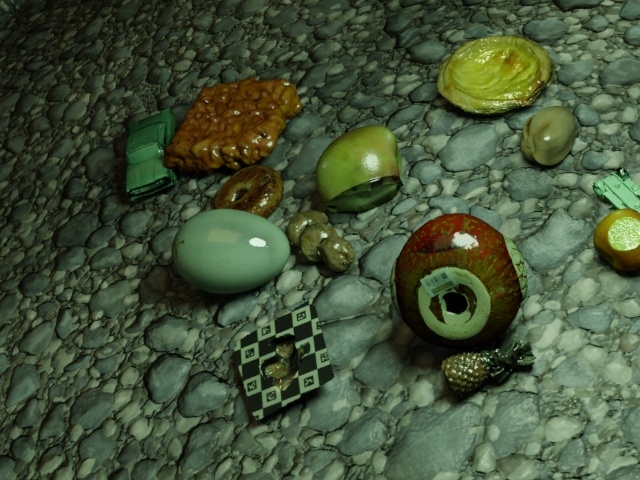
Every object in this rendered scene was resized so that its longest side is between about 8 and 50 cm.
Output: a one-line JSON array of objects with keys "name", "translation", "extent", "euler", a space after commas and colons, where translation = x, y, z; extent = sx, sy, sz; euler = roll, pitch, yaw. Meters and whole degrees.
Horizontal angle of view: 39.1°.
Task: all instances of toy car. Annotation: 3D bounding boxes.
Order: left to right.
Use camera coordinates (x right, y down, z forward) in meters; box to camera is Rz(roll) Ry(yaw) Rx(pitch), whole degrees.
[{"name": "toy car", "translation": [-0.457, -0.236, 2.404], "extent": [0.141, 0.097, 0.321], "euler": [-19, 42, 8]}, {"name": "toy car", "translation": [0.583, -0.078, 1.715], "extent": [0.073, 0.054, 0.143], "euler": [-31, 45, -2]}]

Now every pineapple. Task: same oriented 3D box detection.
[{"name": "pineapple", "translation": [0.291, 0.214, 1.560], "extent": [0.159, 0.074, 0.074], "euler": [-18, 41, 6]}]

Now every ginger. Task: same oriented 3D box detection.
[{"name": "ginger", "translation": [0.000, 0.000, 1.928], "extent": [0.104, 0.080, 0.204], "euler": [-30, 38, -12]}]

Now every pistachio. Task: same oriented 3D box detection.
[{"name": "pistachio", "translation": [0.479, -0.222, 1.887], "extent": [0.113, 0.113, 0.149], "euler": [22, 54, 42]}]

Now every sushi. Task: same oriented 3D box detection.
[{"name": "sushi", "translation": [-0.064, 0.239, 1.748], "extent": [0.192, 0.040, 0.210], "euler": [-30, 43, 8]}]

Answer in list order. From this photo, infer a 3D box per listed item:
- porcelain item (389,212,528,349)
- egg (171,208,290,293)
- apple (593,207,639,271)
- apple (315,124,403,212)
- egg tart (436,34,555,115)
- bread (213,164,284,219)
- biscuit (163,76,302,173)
[{"name": "porcelain item", "translation": [0.247, 0.059, 1.613], "extent": [0.252, 0.253, 0.253], "euler": [-15, 42, 14]}, {"name": "egg", "translation": [-0.192, 0.023, 1.929], "extent": [0.264, 0.183, 0.183], "euler": [-1, 47, 19]}, {"name": "apple", "translation": [0.548, 0.001, 1.620], "extent": [0.102, 0.099, 0.114], "euler": [-36, 71, 12]}, {"name": "apple", "translation": [0.084, -0.158, 1.990], "extent": [0.188, 0.174, 0.207], "euler": [-10, 28, 15]}, {"name": "egg tart", "translation": [0.407, -0.373, 2.091], "extent": [0.278, 0.095, 0.279], "euler": [-11, 47, 12]}, {"name": "bread", "translation": [-0.167, -0.102, 2.142], "extent": [0.193, 0.064, 0.193], "euler": [-19, 43, 19]}, {"name": "biscuit", "translation": [-0.223, -0.297, 2.325], "extent": [0.318, 0.111, 0.312], "euler": [2, 45, 21]}]
